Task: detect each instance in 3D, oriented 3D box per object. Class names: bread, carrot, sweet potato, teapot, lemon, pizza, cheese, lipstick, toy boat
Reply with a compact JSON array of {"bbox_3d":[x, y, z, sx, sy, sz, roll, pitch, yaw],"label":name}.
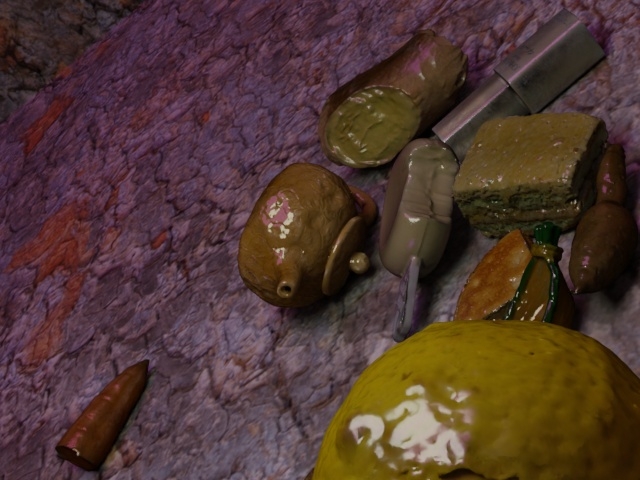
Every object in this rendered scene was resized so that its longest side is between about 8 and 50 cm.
[{"bbox_3d":[0.273,-0.082,1.832,0.196,0.102,0.138,-6,48,45],"label":"bread"},{"bbox_3d":[-0.312,0.254,2.177,0.072,0.072,0.205,-7,38,48],"label":"carrot"},{"bbox_3d":[0.336,-0.014,1.690,0.075,0.075,0.269,-21,31,36],"label":"sweet potato"},{"bbox_3d":[0.000,0.000,2.028,0.311,0.167,0.203,-42,-29,-55],"label":"teapot"},{"bbox_3d":[0.158,0.233,1.305,0.350,0.349,0.387,-28,12,26],"label":"lemon"},{"bbox_3d":[0.227,0.063,1.750,0.175,0.046,0.134,-52,28,-16],"label":"pizza"},{"bbox_3d":[0.124,0.003,1.890,0.163,0.082,0.286,110,170,-53],"label":"cheese"},{"bbox_3d":[0.274,-0.212,2.032,0.253,0.077,0.079,-40,28,4],"label":"lipstick"},{"bbox_3d":[0.228,0.091,1.647,0.229,0.088,0.089,-59,24,-13],"label":"toy boat"}]

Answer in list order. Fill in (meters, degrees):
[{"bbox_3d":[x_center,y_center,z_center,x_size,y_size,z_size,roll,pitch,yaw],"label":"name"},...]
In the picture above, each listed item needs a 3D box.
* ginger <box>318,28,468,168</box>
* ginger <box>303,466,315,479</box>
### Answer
[{"bbox_3d":[0.115,-0.221,2.209,0.276,0.130,0.221,-23,24,36],"label":"ginger"},{"bbox_3d":[0.055,0.252,1.688,0.190,0.069,0.095,-43,33,-2],"label":"ginger"}]
